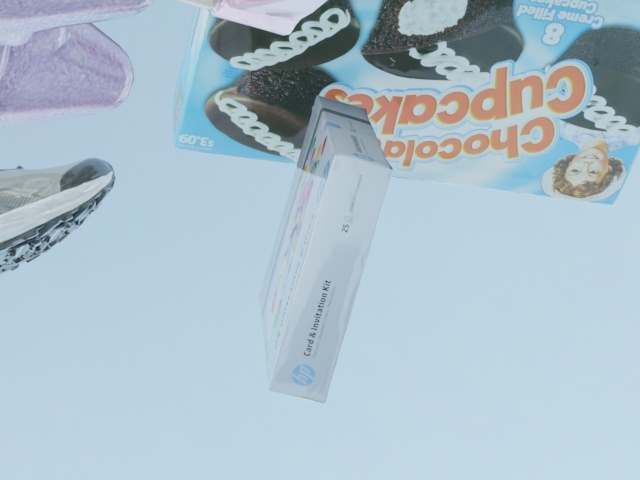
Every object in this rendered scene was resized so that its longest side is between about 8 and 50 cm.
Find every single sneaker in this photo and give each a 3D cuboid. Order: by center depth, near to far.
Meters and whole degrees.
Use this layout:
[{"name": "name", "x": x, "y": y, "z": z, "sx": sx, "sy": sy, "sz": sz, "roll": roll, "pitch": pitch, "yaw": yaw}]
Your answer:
[{"name": "sneaker", "x": -0.267, "y": -0.023, "z": 1.277, "sx": 0.272, "sy": 0.108, "sz": 0.100, "roll": -19, "pitch": -12, "yaw": -36}]

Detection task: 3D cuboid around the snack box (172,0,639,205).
[{"name": "snack box", "x": 0.076, "y": -0.127, "z": 1.188, "sx": 0.322, "sy": 0.060, "sz": 0.187, "roll": 7, "pitch": -48, "yaw": -13}]

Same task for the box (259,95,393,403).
[{"name": "box", "x": 0.000, "y": 0.000, "z": 1.081, "sx": 0.038, "sy": 0.186, "sz": 0.145, "roll": 14, "pitch": -76, "yaw": -8}]

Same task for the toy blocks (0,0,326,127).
[{"name": "toy blocks", "x": -0.172, "y": -0.050, "z": 0.421, "sx": 0.260, "sy": 0.288, "sz": 0.308, "roll": 14, "pitch": -99, "yaw": -24}]
